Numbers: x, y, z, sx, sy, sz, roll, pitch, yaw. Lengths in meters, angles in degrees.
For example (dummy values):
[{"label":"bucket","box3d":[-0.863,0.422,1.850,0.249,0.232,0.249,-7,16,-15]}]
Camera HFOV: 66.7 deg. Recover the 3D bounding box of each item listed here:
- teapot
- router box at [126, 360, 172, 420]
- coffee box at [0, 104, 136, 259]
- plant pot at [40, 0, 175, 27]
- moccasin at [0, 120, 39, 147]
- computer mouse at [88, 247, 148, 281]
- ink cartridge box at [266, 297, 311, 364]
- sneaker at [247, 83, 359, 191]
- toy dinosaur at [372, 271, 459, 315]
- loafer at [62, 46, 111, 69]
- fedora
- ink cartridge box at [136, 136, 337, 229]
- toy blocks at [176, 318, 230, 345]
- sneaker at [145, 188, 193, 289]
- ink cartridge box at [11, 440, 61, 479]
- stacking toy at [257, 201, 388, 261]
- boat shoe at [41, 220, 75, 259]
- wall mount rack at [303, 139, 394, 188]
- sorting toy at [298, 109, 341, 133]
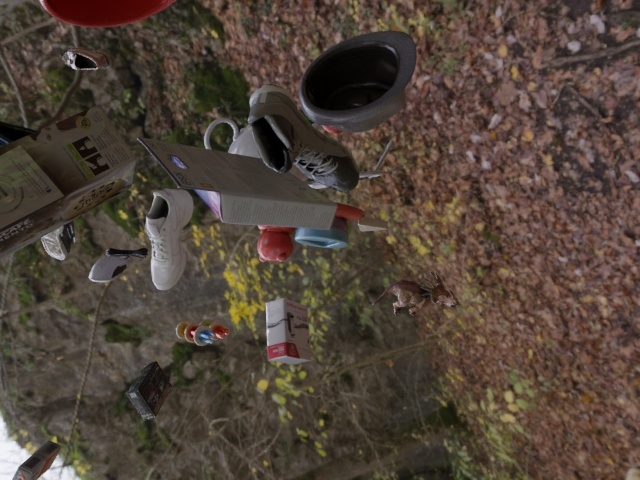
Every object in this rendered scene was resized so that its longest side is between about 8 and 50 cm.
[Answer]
[{"label":"teapot","box3d":[-0.149,-0.257,1.353,0.256,0.252,0.187,-23,-67,-68]},{"label":"router box","box3d":[-0.444,0.390,1.268,0.122,0.038,0.092,-77,-34,-66]},{"label":"coffee box","box3d":[-0.481,-0.090,0.829,0.119,0.297,0.168,55,152,-4]},{"label":"plant pot","box3d":[-0.389,-0.552,0.840,0.275,0.274,0.243,-136,23,-85]},{"label":"moccasin","box3d":[-0.713,-0.231,1.284,0.138,0.341,0.117,-105,29,-44]},{"label":"computer mouse","box3d":[-0.522,0.053,1.240,0.193,0.105,0.042,-90,5,-73]},{"label":"ink cartridge box","box3d":[-0.074,0.211,1.129,0.099,0.056,0.135,28,-131,-51]},{"label":"sneaker","box3d":[-0.030,-0.125,0.754,0.228,0.086,0.132,39,-146,-24]},{"label":"toy dinosaur","box3d":[0.349,0.193,1.823,0.200,0.295,0.127,108,166,-61]},{"label":"loafer","box3d":[-0.506,-0.384,1.036,0.039,0.125,0.045,-58,-30,-45]},{"label":"fedora","box3d":[0.092,-0.328,1.074,0.124,0.275,0.244,46,-139,-55]},{"label":"ink cartridge box","box3d":[-0.184,-0.118,1.009,0.324,0.329,0.072,40,120,50]},{"label":"toy blocks","box3d":[-0.300,0.250,1.313,0.148,0.123,0.054,2,88,47]},{"label":"sneaker","box3d":[-0.469,-0.006,1.429,0.152,0.114,0.306,4,-87,-69]},{"label":"ink cartridge box","box3d":[-0.713,0.597,1.171,0.145,0.045,0.179,-161,95,-86]},{"label":"stacking toy","box3d":[0.000,0.000,1.267,0.308,0.279,0.131,-6,75,49]},{"label":"boat shoe","box3d":[-0.622,-0.040,1.151,0.206,0.075,0.065,113,179,-47]},{"label":"wall mount rack","box3d":[0.093,-0.263,1.703,0.349,0.304,0.131,-5,96,45]},{"label":"sorting toy","box3d":[-0.061,-0.462,1.835,0.126,0.365,0.127,93,165,-78]}]
